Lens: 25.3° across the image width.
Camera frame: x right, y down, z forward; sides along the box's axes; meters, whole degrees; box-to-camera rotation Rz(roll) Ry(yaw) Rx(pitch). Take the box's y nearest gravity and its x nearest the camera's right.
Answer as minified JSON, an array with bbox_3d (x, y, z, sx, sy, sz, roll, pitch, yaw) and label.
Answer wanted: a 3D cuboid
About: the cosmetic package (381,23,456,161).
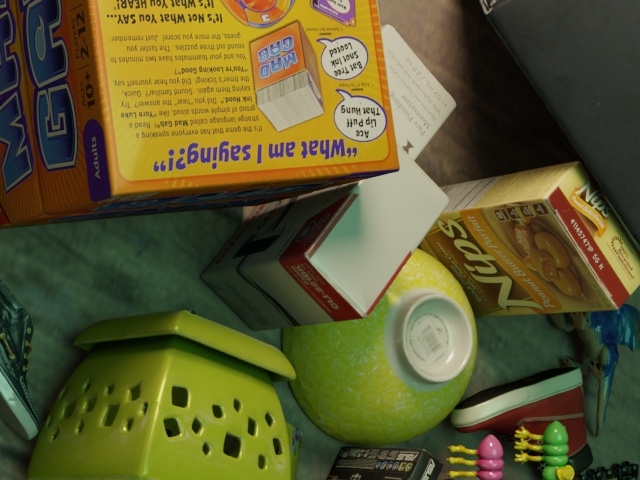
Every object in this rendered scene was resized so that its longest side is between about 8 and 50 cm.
[{"bbox_3d":[0.047,-0.160,1.889,0.151,0.151,0.184,46,63,-19],"label":"cosmetic package"}]

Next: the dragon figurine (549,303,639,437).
[{"bbox_3d":[0.432,0.142,2.144,0.144,0.085,0.289,-21,95,-32],"label":"dragon figurine"}]

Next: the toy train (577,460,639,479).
[{"bbox_3d":[0.419,0.362,2.148,0.158,0.027,0.036,-5,98,-34],"label":"toy train"}]

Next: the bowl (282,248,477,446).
[{"bbox_3d":[0.110,0.133,1.897,0.289,0.156,0.289,4,83,-33],"label":"bowl"}]

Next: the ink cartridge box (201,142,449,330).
[{"bbox_3d":[0.000,0.000,1.772,0.114,0.273,0.197,46,63,-17],"label":"ink cartridge box"}]

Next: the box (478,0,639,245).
[{"bbox_3d":[0.440,-0.249,1.927,0.297,0.472,0.480,-33,108,14],"label":"box"}]

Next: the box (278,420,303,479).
[{"bbox_3d":[-0.058,0.280,1.792,0.043,0.179,0.105,6,77,13],"label":"box"}]

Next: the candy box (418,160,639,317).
[{"bbox_3d":[0.267,0.006,1.914,0.087,0.316,0.183,-44,107,-28],"label":"candy box"}]

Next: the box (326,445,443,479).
[{"bbox_3d":[0.053,0.350,1.814,0.045,0.190,0.184,36,66,-24],"label":"box"}]

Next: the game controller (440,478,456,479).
[{"bbox_3d":[0.121,0.466,1.933,0.319,0.067,0.166,-36,89,-31],"label":"game controller"}]

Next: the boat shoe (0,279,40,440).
[{"bbox_3d":[-0.356,0.136,1.648,0.083,0.065,0.183,-36,103,-30],"label":"boat shoe"}]

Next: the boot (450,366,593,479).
[{"bbox_3d":[0.296,0.289,2.043,0.244,0.088,0.176,-10,91,-37],"label":"boot"}]

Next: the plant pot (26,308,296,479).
[{"bbox_3d":[-0.172,0.203,1.656,0.227,0.228,0.207,26,66,-40],"label":"plant pot"}]

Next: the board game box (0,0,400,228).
[{"bbox_3d":[-0.173,-0.217,1.631,0.356,0.356,0.356,-6,88,-33],"label":"board game box"}]

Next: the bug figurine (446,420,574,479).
[{"bbox_3d":[0.276,0.361,1.948,0.279,0.072,0.216,-5,92,-30],"label":"bug figurine"}]
